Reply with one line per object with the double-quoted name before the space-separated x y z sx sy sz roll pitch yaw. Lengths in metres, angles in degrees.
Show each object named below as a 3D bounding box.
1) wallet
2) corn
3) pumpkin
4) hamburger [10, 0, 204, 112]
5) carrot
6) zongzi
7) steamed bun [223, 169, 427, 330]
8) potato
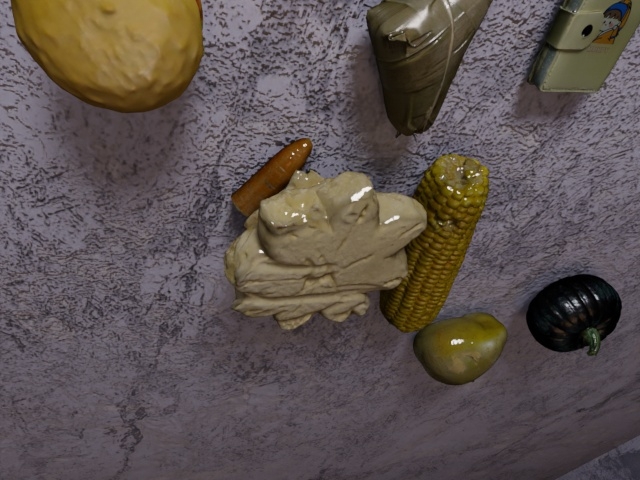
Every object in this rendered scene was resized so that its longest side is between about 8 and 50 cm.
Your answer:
"wallet" 0.329 -0.258 0.515 0.110 0.039 0.155 -5 136 -15
"corn" 0.177 0.024 0.703 0.121 0.120 0.363 -1 134 -13
"pumpkin" 0.541 0.155 0.915 0.194 0.150 0.194 -14 114 -34
"hamburger" -0.185 -0.200 0.387 0.162 0.115 0.162 -7 133 -7
"carrot" -0.063 -0.088 0.580 0.139 0.048 0.048 -40 130 22
"zongzi" 0.154 -0.212 0.499 0.178 0.081 0.189 -28 141 0
"steamed bun" 0.000 0.000 0.608 0.292 0.137 0.295 -32 140 18
"potato" 0.311 0.231 0.938 0.194 0.157 0.157 -29 135 -4
